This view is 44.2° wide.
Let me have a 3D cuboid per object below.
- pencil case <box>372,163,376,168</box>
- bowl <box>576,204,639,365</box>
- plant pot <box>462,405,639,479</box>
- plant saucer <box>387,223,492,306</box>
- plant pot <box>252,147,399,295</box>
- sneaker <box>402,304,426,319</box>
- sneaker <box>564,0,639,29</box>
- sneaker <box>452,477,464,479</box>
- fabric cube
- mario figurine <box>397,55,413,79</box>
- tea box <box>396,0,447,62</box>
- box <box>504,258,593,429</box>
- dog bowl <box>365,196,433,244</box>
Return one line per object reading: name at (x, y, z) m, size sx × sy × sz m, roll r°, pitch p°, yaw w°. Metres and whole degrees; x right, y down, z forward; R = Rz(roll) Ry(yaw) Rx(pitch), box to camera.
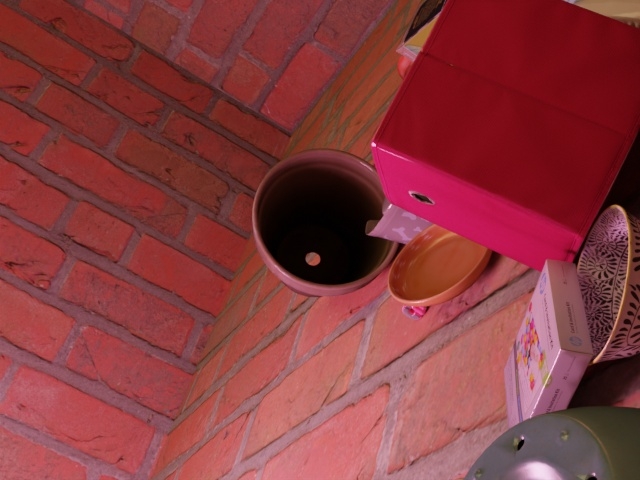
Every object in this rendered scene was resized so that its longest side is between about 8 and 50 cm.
pencil case at (0.126, -0.130, 1.935) m, size 0.236 × 0.104 × 0.104 m, roll -36°, pitch 28°, yaw 57°
bowl at (0.326, 0.054, 0.818) m, size 0.170 × 0.080 × 0.170 m, roll 12°, pitch -90°, yaw -87°
plant pot at (0.218, 0.247, 0.528) m, size 0.293 × 0.235 × 0.293 m, roll -55°, pitch 14°, yaw 21°
plant saucer at (0.204, 0.038, 1.312) m, size 0.200 × 0.037 × 0.200 m, roll -32°, pitch 27°, yaw 18°
plant pot at (0.000, 0.000, 1.777) m, size 0.280 × 0.323 × 0.323 m, roll 108°, pitch -175°, yaw -67°
sneaker at (0.188, 0.088, 1.381) m, size 0.119 × 0.047 × 0.057 m, roll -46°, pitch 8°, yaw 41°
sneaker at (0.446, -0.359, 1.173) m, size 0.150 × 0.135 × 0.366 m, roll -60°, pitch 15°, yaw 10°
sneaker at (0.152, 0.332, 0.886) m, size 0.275 × 0.107 × 0.110 m, roll -41°, pitch 33°, yaw 54°
fabric cube at (0.245, -0.132, 0.980) m, size 0.259 × 0.258 × 0.254 m, roll -61°, pitch -16°, yaw -7°
mario figurine at (0.282, -0.338, 1.840) m, size 0.198 × 0.170 × 0.321 m, roll -15°, pitch 46°, yaw 19°
tea box at (0.365, -0.510, 1.593) m, size 0.329 × 0.220 × 0.323 m, roll -64°, pitch 15°, yaw -16°
box at (0.253, 0.139, 0.892) m, size 0.145 × 0.038 × 0.186 m, roll -78°, pitch -1°, yaw -51°
dog bowl at (0.211, -0.146, 1.540) m, size 0.349 × 0.102 × 0.349 m, roll -62°, pitch 4°, yaw 8°
